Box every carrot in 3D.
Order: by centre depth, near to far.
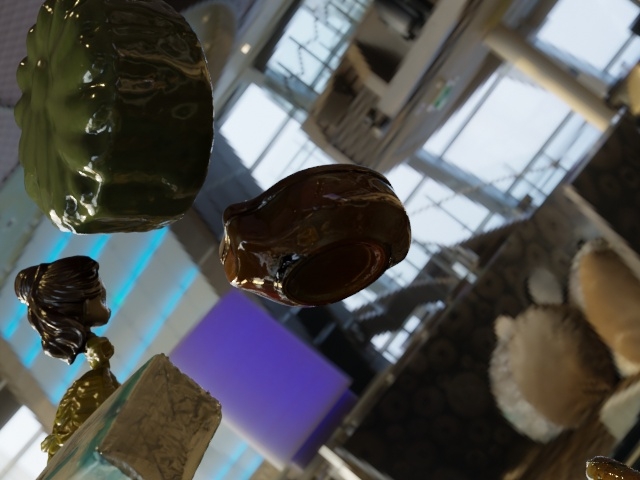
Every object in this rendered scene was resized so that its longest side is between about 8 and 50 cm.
[{"bbox_3d":[0.434,0.327,1.425,0.049,0.049,0.254,-50,32,-18],"label":"carrot"}]

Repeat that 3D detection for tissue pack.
[{"bbox_3d":[-0.248,0.281,1.285,0.271,0.124,0.201,-43,7,29],"label":"tissue pack"}]

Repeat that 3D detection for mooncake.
[{"bbox_3d":[-0.311,-0.185,1.614,0.194,0.356,0.356,-5,-36,-36],"label":"mooncake"}]

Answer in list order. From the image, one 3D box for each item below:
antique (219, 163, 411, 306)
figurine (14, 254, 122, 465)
[{"bbox_3d":[0.000,0.000,1.586,0.278,0.129,0.223,-6,-41,-23],"label":"antique"},{"bbox_3d":[-0.327,0.174,1.594,0.168,0.315,0.187,-13,-14,6],"label":"figurine"}]
